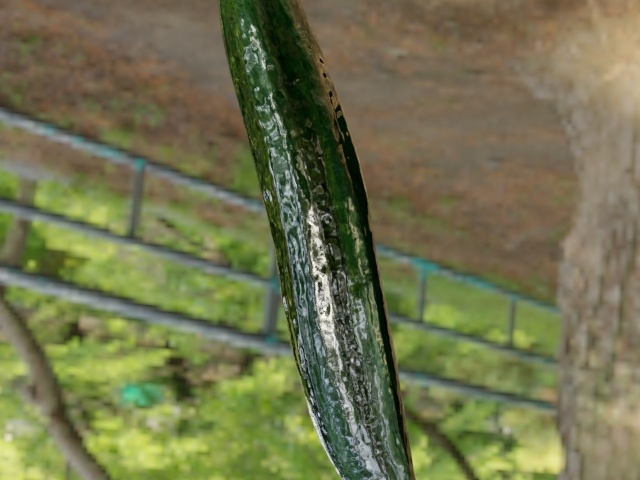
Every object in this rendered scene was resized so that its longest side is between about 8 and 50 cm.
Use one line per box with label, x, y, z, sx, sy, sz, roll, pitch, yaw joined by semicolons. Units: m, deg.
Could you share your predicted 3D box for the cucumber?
cucumber;0.000;0.000;0.774;0.056;0.284;0.056;-15;-178;1
